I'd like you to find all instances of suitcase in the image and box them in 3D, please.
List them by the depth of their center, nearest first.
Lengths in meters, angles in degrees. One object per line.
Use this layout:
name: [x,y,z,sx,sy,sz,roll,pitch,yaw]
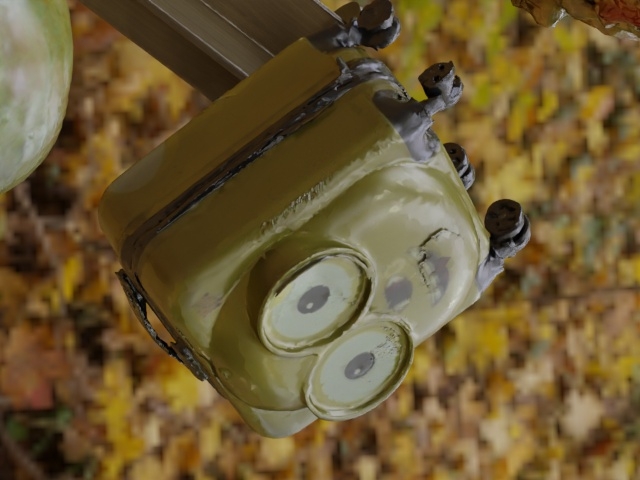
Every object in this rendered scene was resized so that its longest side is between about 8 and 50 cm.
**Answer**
suitcase: [0.000,0.000,1.201,0.143,0.235,0.194,49,-6,39]

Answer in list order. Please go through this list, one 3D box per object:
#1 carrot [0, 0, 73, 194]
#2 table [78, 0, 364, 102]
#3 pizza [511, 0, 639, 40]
carrot: [-0.216,-0.008,0.344,0.074,0.358,0.074,41,-42,52]
table: [-0.099,-0.199,1.667,0.167,0.226,0.167,-47,-163,19]
pizza: [0.170,-0.100,0.783,0.226,0.147,0.069,-156,-117,-68]
